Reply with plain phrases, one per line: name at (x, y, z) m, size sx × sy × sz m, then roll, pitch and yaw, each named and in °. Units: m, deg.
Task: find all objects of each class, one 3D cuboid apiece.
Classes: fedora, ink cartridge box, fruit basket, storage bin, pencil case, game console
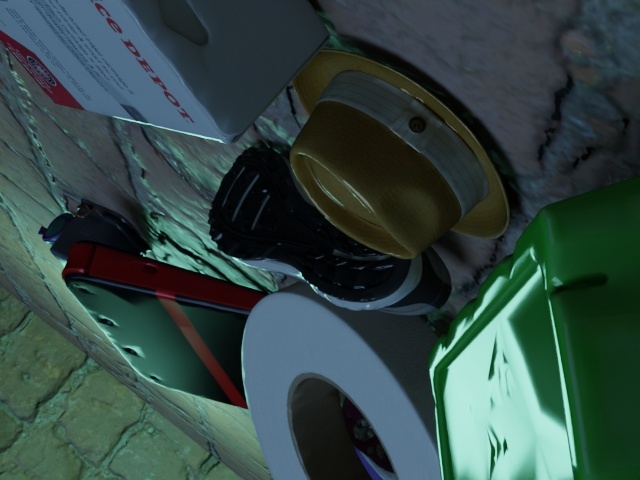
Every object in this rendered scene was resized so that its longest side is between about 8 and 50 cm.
fedora at (0.041, -0.048, 0.850) m, size 0.194 × 0.079 × 0.194 m, roll 35°, pitch 162°, yaw 13°
ink cartridge box at (-0.151, -0.187, 0.842) m, size 0.273 × 0.114 × 0.197 m, roll 19°, pitch 152°, yaw 51°
fruit basket at (0.264, 0.112, 0.614) m, size 0.392 × 0.283 × 0.392 m, roll -5°, pitch 163°, yaw -1°
storage bin at (-0.327, 0.006, 1.730) m, size 0.135 × 0.091 × 0.098 m, roll 19°, pitch 153°, yaw 48°
pencil case at (-0.380, 0.025, 1.927) m, size 0.070 × 0.064 × 0.152 m, roll -9°, pitch 133°, yaw 35°
game console at (-0.154, 0.136, 1.654) m, size 0.342 × 0.060 × 0.386 m, roll 11°, pitch 153°, yaw 20°

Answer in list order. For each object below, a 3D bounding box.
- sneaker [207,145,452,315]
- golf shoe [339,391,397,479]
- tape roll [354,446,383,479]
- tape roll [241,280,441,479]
sneaker at (0.000, 0.000, 1.032) m, size 0.271 × 0.100 × 0.108 m, roll 30°, pitch -179°, yaw 44°
golf shoe at (0.127, 0.267, 1.437) m, size 0.306 × 0.115 × 0.140 m, roll 52°, pitch 171°, yaw -14°
tape roll at (0.031, 0.276, 1.557) m, size 0.189 × 0.080 × 0.189 m, roll 43°, pitch -173°, yaw -6°
tape roll at (0.051, 0.220, 1.235) m, size 0.392 × 0.072 × 0.392 m, roll 38°, pitch 140°, yaw 41°
